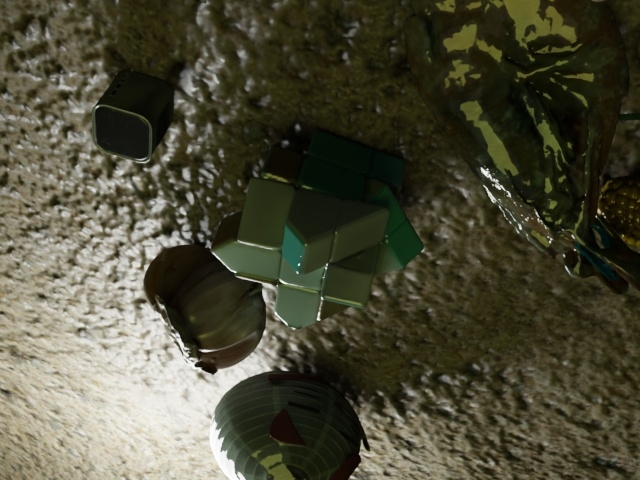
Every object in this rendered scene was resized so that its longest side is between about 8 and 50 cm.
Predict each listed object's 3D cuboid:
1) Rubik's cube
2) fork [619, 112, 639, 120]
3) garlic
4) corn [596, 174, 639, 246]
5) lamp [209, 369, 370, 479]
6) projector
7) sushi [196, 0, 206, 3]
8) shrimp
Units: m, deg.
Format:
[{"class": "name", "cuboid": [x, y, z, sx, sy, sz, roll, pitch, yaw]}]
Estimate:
[{"class": "Rubik's cube", "cuboid": [0.000, 0.000, 1.130, 0.265, 0.213, 0.224, 17, 134, -3]}, {"class": "fork", "cuboid": [0.303, -0.141, 1.028, 0.235, 0.039, 0.021, 1, 156, 12]}, {"class": "garlic", "cuboid": [-0.164, 0.079, 1.275, 0.207, 0.207, 0.257, 25, 128, -7]}, {"class": "corn", "cuboid": [0.489, -0.017, 1.040, 0.305, 0.106, 0.106, 10, 135, 9]}, {"class": "lamp", "cuboid": [-0.055, 0.340, 1.464, 0.265, 0.233, 0.233, 29, 135, -20]}, {"class": "projector", "cuboid": [-0.248, -0.165, 1.139, 0.083, 0.082, 0.083, 16, 136, 3]}, {"class": "sushi", "cuboid": [-0.241, -0.375, 0.957, 0.231, 0.047, 0.220, 14, 135, 4]}, {"class": "shrimp", "cuboid": [0.259, -0.129, 0.971, 0.221, 0.110, 0.446, -25, 108, 21]}]
